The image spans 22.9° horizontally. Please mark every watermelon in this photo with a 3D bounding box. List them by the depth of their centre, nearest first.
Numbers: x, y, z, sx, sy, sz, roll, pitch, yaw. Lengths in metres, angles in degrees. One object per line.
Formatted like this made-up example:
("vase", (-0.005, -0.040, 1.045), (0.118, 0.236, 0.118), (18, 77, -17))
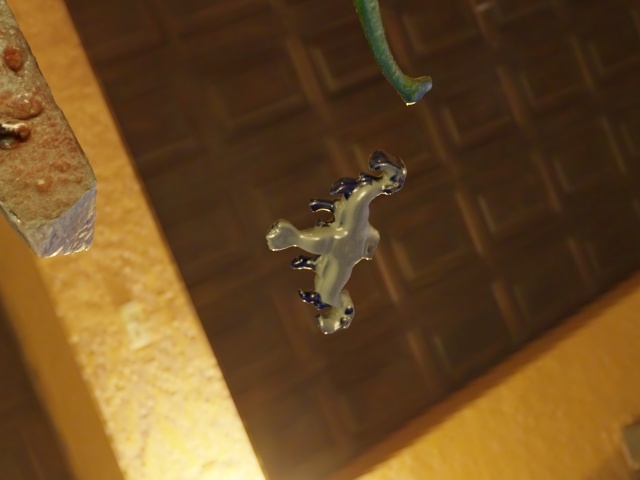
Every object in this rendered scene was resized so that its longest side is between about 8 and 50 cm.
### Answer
("watermelon", (-0.218, -0.068, 1.096), (0.094, 0.154, 0.241), (-26, -133, -18))

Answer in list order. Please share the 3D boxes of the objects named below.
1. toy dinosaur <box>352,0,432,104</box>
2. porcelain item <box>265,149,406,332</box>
("toy dinosaur", (-0.047, -0.301, 1.373), (0.447, 0.300, 0.087), (10, -163, -31))
("porcelain item", (0.000, 0.000, 0.999), (0.075, 0.136, 0.021), (5, -146, -22))
